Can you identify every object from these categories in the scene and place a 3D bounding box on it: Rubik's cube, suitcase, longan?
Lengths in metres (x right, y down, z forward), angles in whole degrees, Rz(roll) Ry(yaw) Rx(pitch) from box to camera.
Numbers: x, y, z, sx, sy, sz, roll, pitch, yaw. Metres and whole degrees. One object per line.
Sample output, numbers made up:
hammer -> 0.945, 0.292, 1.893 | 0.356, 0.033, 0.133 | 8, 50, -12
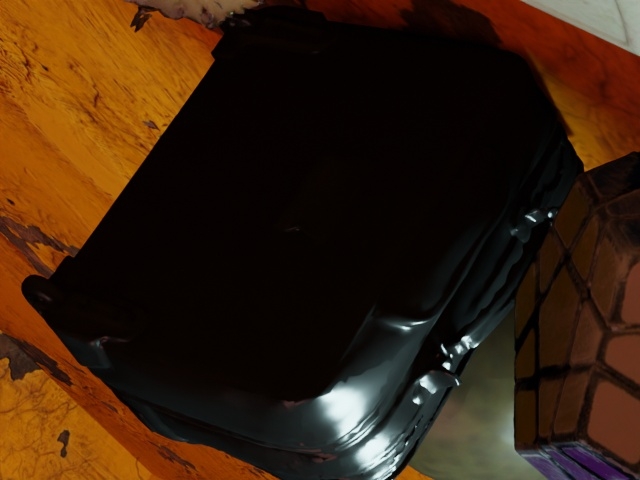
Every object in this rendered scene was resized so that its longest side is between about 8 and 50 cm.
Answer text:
Rubik's cube -> 0.277, 0.075, 1.312 | 0.319, 0.319, 0.264 | 18, 131, 45
suitcase -> 0.000, 0.000, 1.491 | 0.339, 0.345, 0.188 | 13, 149, 40
longan -> 0.140, 0.090, 1.659 | 0.258, 0.258, 0.258 | 32, 164, 10

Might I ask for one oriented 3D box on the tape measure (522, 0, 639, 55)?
tape measure -> 0.132, -0.210, 1.043 | 0.271, 0.133, 0.231 | 30, 171, 12

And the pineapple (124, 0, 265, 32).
pineapple -> -0.074, -0.243, 1.372 | 0.176, 0.137, 0.161 | -36, 101, 32
